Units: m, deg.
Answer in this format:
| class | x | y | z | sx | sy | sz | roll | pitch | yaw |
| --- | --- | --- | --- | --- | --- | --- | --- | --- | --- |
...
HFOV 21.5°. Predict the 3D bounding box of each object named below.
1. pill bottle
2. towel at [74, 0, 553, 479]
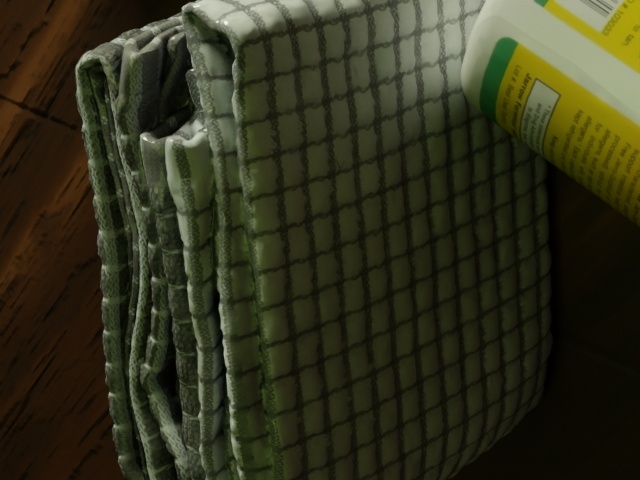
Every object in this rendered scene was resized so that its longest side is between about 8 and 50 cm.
| class | x | y | z | sx | sy | sz | roll | pitch | yaw |
| --- | --- | --- | --- | --- | --- | --- | --- | --- | --- |
| pill bottle | 0.176 | -0.054 | 0.751 | 0.208 | 0.117 | 0.118 | 37 | 128 | 19 |
| towel | 0.000 | 0.000 | 0.835 | 0.121 | 0.235 | 0.284 | 11 | 116 | 40 |
